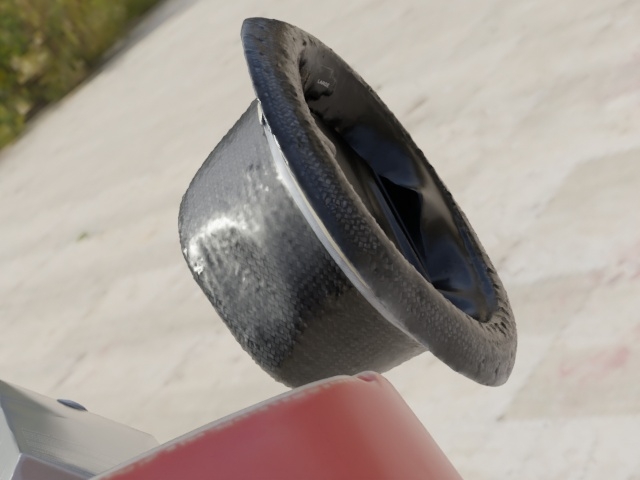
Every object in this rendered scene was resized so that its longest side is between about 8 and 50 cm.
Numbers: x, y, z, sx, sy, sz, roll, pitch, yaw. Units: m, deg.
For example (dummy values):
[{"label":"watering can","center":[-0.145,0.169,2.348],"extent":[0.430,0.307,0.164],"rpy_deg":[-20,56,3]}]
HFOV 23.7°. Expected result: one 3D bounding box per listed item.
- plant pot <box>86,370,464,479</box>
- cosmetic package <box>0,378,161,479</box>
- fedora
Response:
[{"label":"plant pot","center":[-0.011,0.189,0.473],"extent":[0.275,0.243,0.275],"rpy_deg":[-26,-11,-5]},{"label":"cosmetic package","center":[-0.147,0.160,0.885],"extent":[0.107,0.127,0.238],"rpy_deg":[-68,15,-4]},{"label":"fedora","center":[0.000,0.000,1.107],"extent":[0.152,0.334,0.334],"rpy_deg":[-38,17,16]}]
